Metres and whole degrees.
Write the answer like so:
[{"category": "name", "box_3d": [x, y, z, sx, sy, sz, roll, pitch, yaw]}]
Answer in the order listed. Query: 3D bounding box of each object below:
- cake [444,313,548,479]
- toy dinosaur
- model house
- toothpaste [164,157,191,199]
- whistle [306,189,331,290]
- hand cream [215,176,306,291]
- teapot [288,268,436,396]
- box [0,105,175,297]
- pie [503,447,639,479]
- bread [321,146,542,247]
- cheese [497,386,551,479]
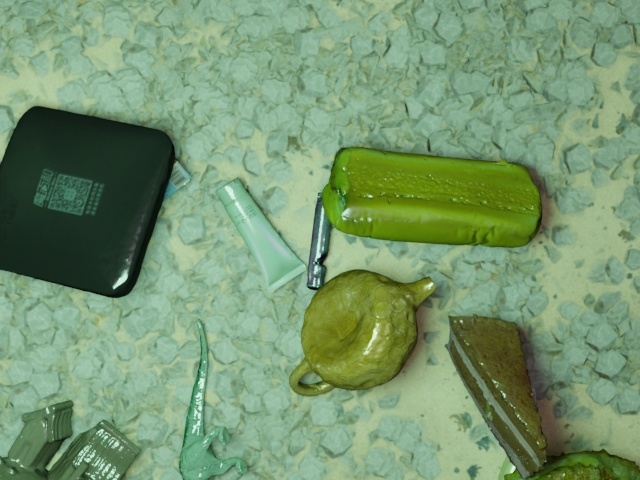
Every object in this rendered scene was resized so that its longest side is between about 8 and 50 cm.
[{"category": "cake", "box_3d": [0.313, 0.254, 1.595, 0.113, 0.116, 0.295, -12, 55, -14]}, {"category": "toy dinosaur", "box_3d": [-0.181, 0.337, 1.633, 0.129, 0.076, 0.382, 9, 82, 21]}, {"category": "model house", "box_3d": [-0.421, 0.377, 1.599, 0.229, 0.122, 0.188, 37, 85, 0]}, {"category": "toothpaste", "box_3d": [-0.319, -0.073, 1.648, 0.193, 0.070, 0.044, -39, 121, -3]}, {"category": "whistle", "box_3d": [0.000, 0.000, 1.671, 0.033, 0.033, 0.176, 7, 90, -3]}, {"category": "hand cream", "box_3d": [-0.110, -0.013, 1.658, 0.078, 0.050, 0.204, -34, 96, -8]}, {"category": "teapot", "box_3d": [0.075, 0.168, 1.619, 0.311, 0.203, 0.167, -46, 136, 18]}, {"category": "box", "box_3d": [-0.406, -0.067, 1.582, 0.289, 0.073, 0.289, 12, 77, 11]}, {"category": "pie", "box_3d": [0.414, 0.503, 1.607, 0.355, 0.103, 0.288, -25, 99, -5]}, {"category": "bread", "box_3d": [0.191, -0.066, 1.641, 0.384, 0.112, 0.166, 4, 61, -7]}, {"category": "cheese", "box_3d": [0.371, 0.386, 1.680, 0.127, 0.050, 0.255, -1, 90, -3]}]
